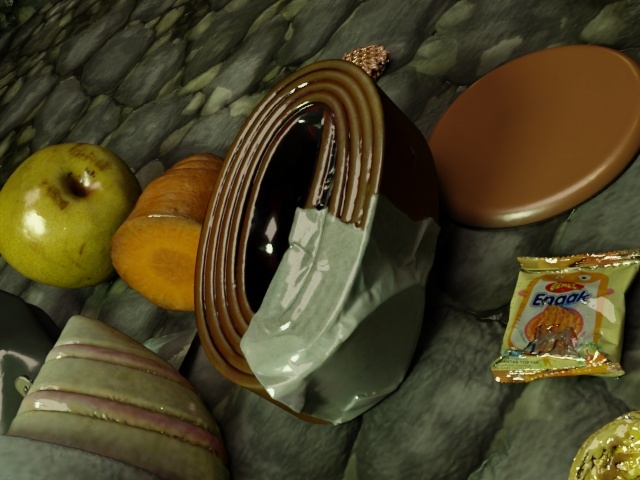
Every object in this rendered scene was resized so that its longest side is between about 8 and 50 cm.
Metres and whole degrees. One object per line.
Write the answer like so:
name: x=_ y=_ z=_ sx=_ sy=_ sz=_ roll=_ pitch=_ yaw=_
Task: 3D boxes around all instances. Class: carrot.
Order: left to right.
carrot: x=-0.149 y=-0.031 z=0.967 sx=0.159 sy=0.159 sz=0.225 roll=-23 pitch=30 yaw=25

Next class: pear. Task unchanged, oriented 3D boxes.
pear: x=-0.350 y=-0.028 z=1.086 sx=0.208 sy=0.209 sz=0.209 roll=-24 pitch=41 yaw=23

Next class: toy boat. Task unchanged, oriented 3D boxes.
toy boat: x=-0.211 y=0.187 z=0.743 sx=0.276 sy=0.111 sz=0.293 roll=22 pitch=36 yaw=13

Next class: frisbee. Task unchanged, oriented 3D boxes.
frisbee: x=0.215 y=-0.114 z=0.804 sx=0.250 sy=0.021 sz=0.251 roll=-24 pitch=40 yaw=22

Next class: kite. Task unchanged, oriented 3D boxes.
kite: x=-0.239 y=0.221 z=0.850 sx=0.169 sy=0.015 sz=0.310 roll=-21 pitch=31 yaw=29

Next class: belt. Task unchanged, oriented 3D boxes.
belt: x=0.000 y=0.000 z=0.747 sx=0.217 sy=0.122 sz=0.339 roll=-5 pitch=65 yaw=35

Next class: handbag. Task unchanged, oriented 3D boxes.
handbag: x=-0.419 y=0.235 z=0.935 sx=0.288 sy=0.152 sz=0.342 roll=15 pitch=67 yaw=43

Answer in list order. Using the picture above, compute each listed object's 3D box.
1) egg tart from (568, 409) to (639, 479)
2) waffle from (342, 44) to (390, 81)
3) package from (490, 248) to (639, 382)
egg tart: x=0.219 y=0.174 z=0.496 sx=0.128 sy=0.049 sz=0.129 roll=-24 pitch=47 yaw=27
waffle: x=0.057 y=-0.237 z=1.057 sx=0.083 sy=0.029 sz=0.075 roll=16 pitch=66 yaw=46
package: x=0.200 y=0.061 z=0.634 sx=0.108 sy=0.031 sz=0.121 roll=-6 pitch=50 yaw=38
